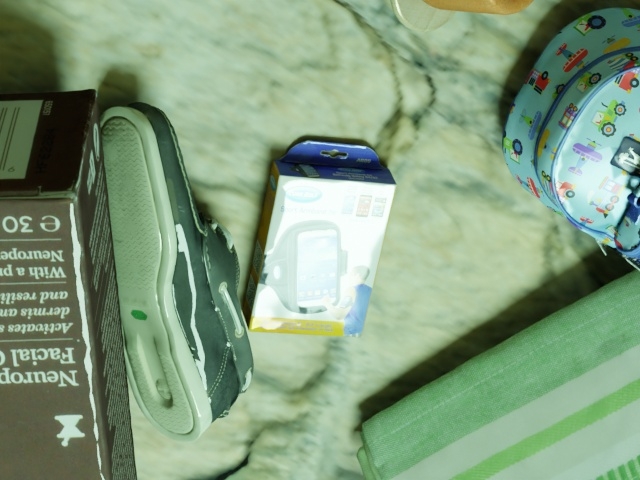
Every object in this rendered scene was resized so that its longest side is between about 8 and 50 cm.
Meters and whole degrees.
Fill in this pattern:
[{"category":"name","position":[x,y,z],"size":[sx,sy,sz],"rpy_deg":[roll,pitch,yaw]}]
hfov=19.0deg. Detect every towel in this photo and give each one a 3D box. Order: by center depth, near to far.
[{"category":"towel","position":[0.183,0.211,1.270],"size":[0.248,0.325,0.038],"rpy_deg":[-30,154,12]}]

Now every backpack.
[{"category":"backpack","position":[0.214,-0.061,1.233],"size":[0.173,0.117,0.158],"rpy_deg":[22,112,-21]}]

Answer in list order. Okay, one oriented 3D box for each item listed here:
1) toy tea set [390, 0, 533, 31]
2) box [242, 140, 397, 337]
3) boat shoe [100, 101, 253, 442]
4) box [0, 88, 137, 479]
[{"category":"toy tea set","position":[0.028,-0.266,1.092],"size":[0.200,0.124,0.336],"rpy_deg":[-28,124,-32]},{"category":"box","position":[0.000,0.000,1.268],"size":[0.081,0.028,0.136],"rpy_deg":[3,121,-15]},{"category":"boat shoe","position":[-0.095,0.013,1.237],"size":[0.079,0.084,0.233],"rpy_deg":[-32,122,-37]},{"category":"box","position":[-0.221,0.104,1.194],"size":[0.191,0.143,0.381],"rpy_deg":[-2,122,1]}]
